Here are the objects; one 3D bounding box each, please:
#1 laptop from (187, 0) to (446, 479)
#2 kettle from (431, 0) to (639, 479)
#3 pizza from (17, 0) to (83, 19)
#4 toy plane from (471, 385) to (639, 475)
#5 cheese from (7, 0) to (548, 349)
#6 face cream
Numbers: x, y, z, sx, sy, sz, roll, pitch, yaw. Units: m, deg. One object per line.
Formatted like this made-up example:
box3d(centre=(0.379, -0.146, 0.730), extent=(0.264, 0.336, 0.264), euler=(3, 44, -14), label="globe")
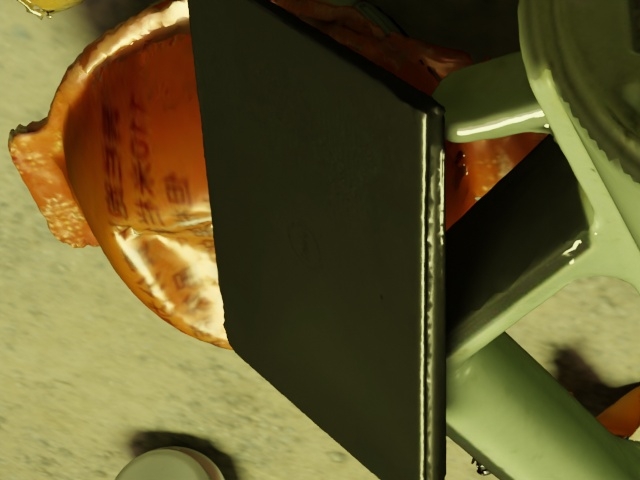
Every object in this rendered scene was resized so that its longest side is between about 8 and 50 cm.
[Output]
box3d(centre=(0.000, 0.000, 0.613), extent=(0.135, 0.016, 0.197), euler=(37, 144, 36), label="laptop")
box3d(centre=(0.202, 0.018, 0.609), extent=(0.361, 0.250, 0.377), euler=(-15, 141, 17), label="kettle")
box3d(centre=(-0.125, -0.160, 0.682), extent=(0.131, 0.041, 0.178), euler=(11, 147, 3), label="pizza")
box3d(centre=(0.136, 0.126, 0.979), extent=(0.188, 0.062, 0.135), euler=(-10, 140, 34), label="toy plane")
box3d(centre=(0.022, -0.036, 0.731), extent=(0.329, 0.129, 0.217), euler=(-6, 139, 14), label="cheese")
box3d(centre=(-0.103, 0.197, 1.161), extent=(0.091, 0.091, 0.095), euler=(5, 154, 16), label="face cream")
